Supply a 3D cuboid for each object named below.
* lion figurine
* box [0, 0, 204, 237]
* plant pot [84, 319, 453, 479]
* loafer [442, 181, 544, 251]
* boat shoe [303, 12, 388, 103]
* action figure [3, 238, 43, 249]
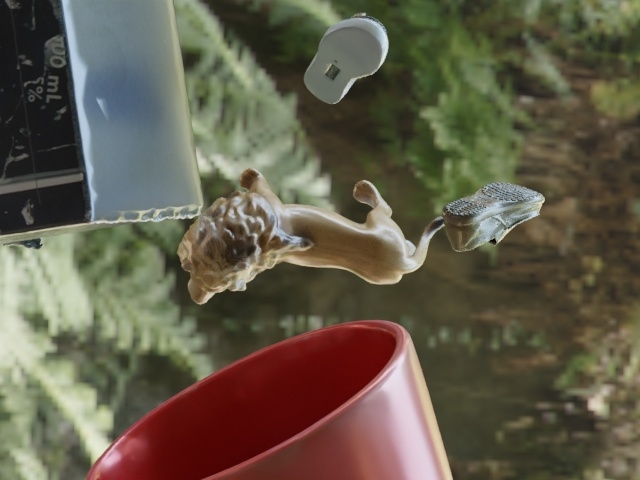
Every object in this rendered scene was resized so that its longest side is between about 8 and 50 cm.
[{"bbox_3d":[0.000,0.000,2.534,0.240,0.392,0.142,-106,-163,-69],"label":"lion figurine"},{"bbox_3d":[-0.410,-0.221,1.851,0.297,0.472,0.480,-10,91,-73],"label":"box"},{"bbox_3d":[-0.008,0.229,1.425,0.275,0.275,0.243,2,-59,64],"label":"plant pot"},{"bbox_3d":[0.179,-0.025,1.965,0.056,0.148,0.050,27,-60,40],"label":"loafer"},{"bbox_3d":[0.039,-0.212,1.952,0.083,0.065,0.183,-55,-173,-22],"label":"boat shoe"},{"bbox_3d":[-0.337,-0.036,2.094,0.137,0.232,0.063,87,-18,-44],"label":"action figure"}]
